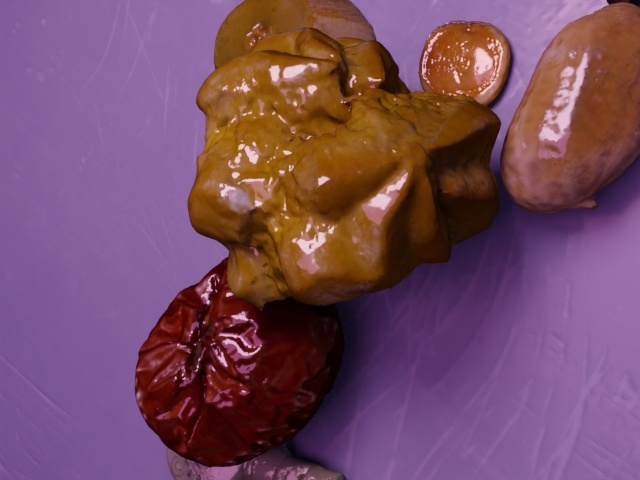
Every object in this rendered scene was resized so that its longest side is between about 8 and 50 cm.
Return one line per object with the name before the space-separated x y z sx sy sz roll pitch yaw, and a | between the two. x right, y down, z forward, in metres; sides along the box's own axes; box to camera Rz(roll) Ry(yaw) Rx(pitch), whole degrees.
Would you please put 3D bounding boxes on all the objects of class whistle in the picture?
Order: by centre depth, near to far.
whistle | -0.088 0.271 1.124 0.258 0.067 0.126 12 81 27

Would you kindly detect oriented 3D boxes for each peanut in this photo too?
peanut | 0.260 -0.127 0.895 0.129 0.129 0.224 26 100 30

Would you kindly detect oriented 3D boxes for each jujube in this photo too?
jujube | -0.085 0.136 1.037 0.232 0.213 0.213 -46 66 16

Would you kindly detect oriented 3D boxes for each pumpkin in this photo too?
pumpkin | -0.048 -0.213 1.103 0.218 0.110 0.217 -6 79 34

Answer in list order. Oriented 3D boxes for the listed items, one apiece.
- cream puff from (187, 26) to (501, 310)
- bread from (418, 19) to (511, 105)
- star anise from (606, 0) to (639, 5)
cream puff | 0.029 -0.093 0.909 0.270 0.323 0.274 -23 93 37
bread | 0.160 -0.195 1.016 0.110 0.024 0.110 -2 87 32
star anise | 0.330 -0.341 0.876 0.223 0.109 0.236 -44 65 17
